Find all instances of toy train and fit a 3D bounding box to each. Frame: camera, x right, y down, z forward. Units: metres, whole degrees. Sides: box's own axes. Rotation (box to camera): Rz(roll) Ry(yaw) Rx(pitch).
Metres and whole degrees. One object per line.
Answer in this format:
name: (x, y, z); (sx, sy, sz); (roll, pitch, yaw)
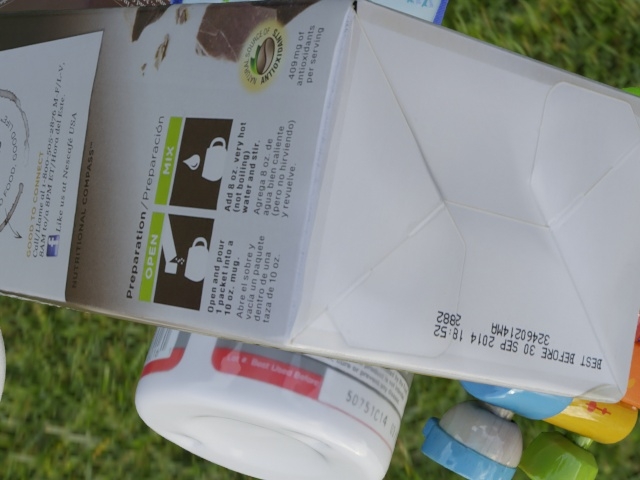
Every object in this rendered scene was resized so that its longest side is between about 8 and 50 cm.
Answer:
toy train: (0.169, 0.093, 1.012); (0.248, 0.105, 0.143); (24, 97, -44)

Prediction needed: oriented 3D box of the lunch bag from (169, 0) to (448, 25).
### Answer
lunch bag: (-0.019, -0.094, 0.927); (0.129, 0.096, 0.151); (10, 103, -43)

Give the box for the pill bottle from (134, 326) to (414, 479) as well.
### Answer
pill bottle: (0.000, 0.000, 1.091); (0.161, 0.161, 0.283); (22, 68, -12)

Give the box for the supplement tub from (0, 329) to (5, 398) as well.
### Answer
supplement tub: (-0.406, 0.073, 1.504); (0.235, 0.325, 0.235); (-4, 105, -15)

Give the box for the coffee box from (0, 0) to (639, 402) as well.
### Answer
coffee box: (-0.034, -0.020, 0.698); (0.168, 0.297, 0.118); (13, 86, -41)

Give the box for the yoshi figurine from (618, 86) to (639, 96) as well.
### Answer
yoshi figurine: (0.155, -0.040, 1.385); (0.362, 0.203, 0.203); (1, 132, 9)

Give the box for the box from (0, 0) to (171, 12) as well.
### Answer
box: (-0.191, -0.201, 1.585); (0.168, 0.203, 0.167); (-17, 139, 39)
